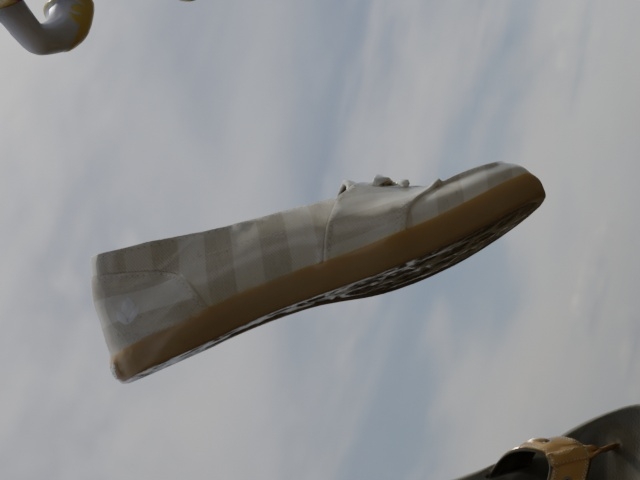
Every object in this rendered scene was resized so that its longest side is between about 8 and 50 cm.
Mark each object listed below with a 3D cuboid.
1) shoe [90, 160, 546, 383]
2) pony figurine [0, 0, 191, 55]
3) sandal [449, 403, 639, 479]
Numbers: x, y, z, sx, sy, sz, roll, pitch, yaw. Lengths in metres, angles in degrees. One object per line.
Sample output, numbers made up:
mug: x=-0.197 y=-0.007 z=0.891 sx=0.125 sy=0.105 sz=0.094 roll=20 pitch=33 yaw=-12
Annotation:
shoe: x=0.000 y=0.000 z=0.761 sx=0.076 sy=0.219 sz=0.058 roll=123 pitch=126 yaw=-72
pony figurine: x=-0.273 y=-0.272 z=1.168 sx=0.302 sy=0.351 sz=0.363 roll=-36 pitch=-6 yaw=25
sandal: x=0.128 y=0.147 z=1.004 sx=0.049 sy=0.180 sz=0.072 roll=58 pitch=-166 yaw=-52
